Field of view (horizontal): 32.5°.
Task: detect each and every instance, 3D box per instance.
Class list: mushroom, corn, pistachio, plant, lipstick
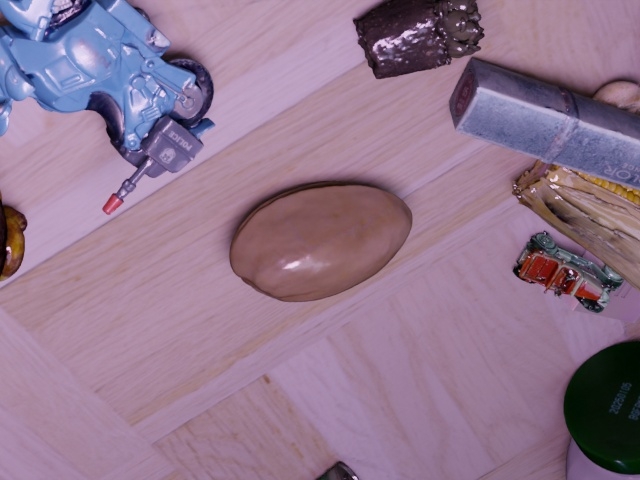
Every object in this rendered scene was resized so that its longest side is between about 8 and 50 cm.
[{"bbox_3d":[0.374,-0.159,1.377,0.084,0.067,0.083,-23,136,-24],"label":"mushroom"},{"bbox_3d":[0.380,-0.019,1.421,0.305,0.123,0.122,31,135,-18],"label":"corn"},{"bbox_3d":[0.000,0.000,1.301,0.226,0.136,0.135,-19,133,-18],"label":"pistachio"},{"bbox_3d":[0.112,-0.231,1.185,0.143,0.092,0.094,-19,125,-2],"label":"plant"},{"bbox_3d":[0.299,-0.130,1.304,0.290,0.076,0.077,17,126,-13],"label":"lipstick"}]

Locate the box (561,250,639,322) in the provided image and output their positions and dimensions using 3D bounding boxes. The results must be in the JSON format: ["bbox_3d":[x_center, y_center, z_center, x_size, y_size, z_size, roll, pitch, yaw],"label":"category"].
[{"bbox_3d":[0.433,0.047,1.585,0.130,0.051,0.129,11,121,-32],"label":"box"}]

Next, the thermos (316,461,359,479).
[{"bbox_3d":[-0.024,0.417,1.670,0.188,0.083,0.073,-38,111,10],"label":"thermos"}]

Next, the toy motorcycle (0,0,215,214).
[{"bbox_3d":[-0.226,-0.150,1.071,0.182,0.123,0.272,-49,131,3],"label":"toy motorcycle"}]

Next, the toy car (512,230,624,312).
[{"bbox_3d":[0.340,0.049,1.509,0.143,0.054,0.073,25,119,-3],"label":"toy car"}]

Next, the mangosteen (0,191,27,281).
[{"bbox_3d":[-0.377,-0.001,1.091,0.217,0.192,0.192,-3,132,-54],"label":"mangosteen"}]

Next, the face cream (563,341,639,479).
[{"bbox_3d":[0.543,0.342,1.765,0.312,0.219,0.357,-33,133,4],"label":"face cream"}]
